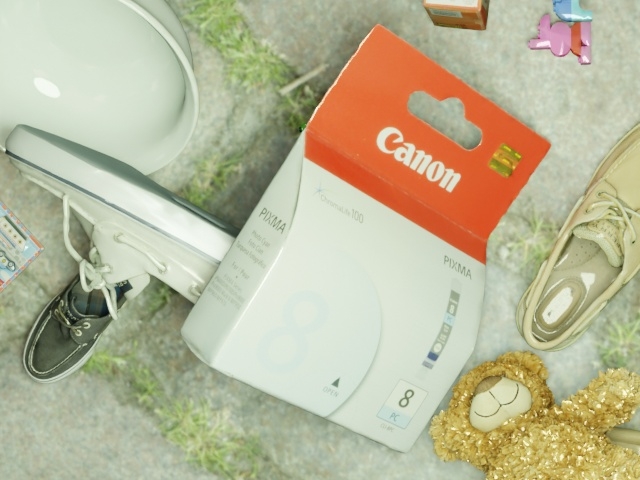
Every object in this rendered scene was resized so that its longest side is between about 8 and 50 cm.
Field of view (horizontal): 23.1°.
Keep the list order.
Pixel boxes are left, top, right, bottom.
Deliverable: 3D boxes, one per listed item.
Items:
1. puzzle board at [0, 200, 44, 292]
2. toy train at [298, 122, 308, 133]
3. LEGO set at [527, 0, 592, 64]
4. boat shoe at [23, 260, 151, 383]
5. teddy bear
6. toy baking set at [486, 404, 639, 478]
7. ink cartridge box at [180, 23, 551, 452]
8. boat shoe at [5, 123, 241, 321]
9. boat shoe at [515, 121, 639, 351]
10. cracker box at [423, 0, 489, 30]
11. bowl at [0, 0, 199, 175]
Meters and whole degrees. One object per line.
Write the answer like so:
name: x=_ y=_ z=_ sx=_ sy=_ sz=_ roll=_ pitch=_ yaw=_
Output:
puzzle board: x=-0.405 y=-0.003 z=1.861 sx=0.096 sy=0.011 sz=0.128 roll=-44 pitch=85 yaw=6
toy train: x=0.016 y=-0.131 z=1.799 sx=0.083 sy=0.017 sz=0.024 roll=-13 pitch=99 yaw=8
LEGO set: x=0.252 y=-0.312 z=1.730 sx=0.093 sy=0.087 sz=0.227 roll=-1 pitch=89 yaw=8
boat shoe: x=-0.268 y=0.075 z=1.809 sx=0.228 sy=0.076 sz=0.080 roll=-45 pitch=84 yaw=5
teddy bear: x=0.254 y=0.247 z=1.636 sx=0.245 sy=0.113 sz=0.338 roll=-36 pitch=60 yaw=20
toy baking set: x=0.254 y=0.278 z=1.717 sx=0.256 sy=0.030 sz=0.197 roll=-17 pitch=58 yaw=13
ink cartridge box: x=0.075 y=0.010 z=1.661 sx=0.385 sy=0.308 sz=0.091 roll=-57 pitch=38 yaw=5
boat shoe: x=-0.204 y=0.016 z=1.717 sx=0.367 sy=0.136 sz=0.156 roll=29 pitch=96 yaw=-2
boat shoe: x=0.318 y=-0.006 z=1.714 sx=0.109 sy=0.098 sz=0.302 roll=36 pitch=95 yaw=6
cracker box: x=0.160 y=-0.356 z=1.708 sx=0.067 sy=0.156 sz=0.232 roll=7 pitch=90 yaw=9
bowl: x=-0.265 y=-0.216 z=1.749 sx=0.297 sy=0.298 sz=0.134 roll=7 pitch=47 yaw=8
